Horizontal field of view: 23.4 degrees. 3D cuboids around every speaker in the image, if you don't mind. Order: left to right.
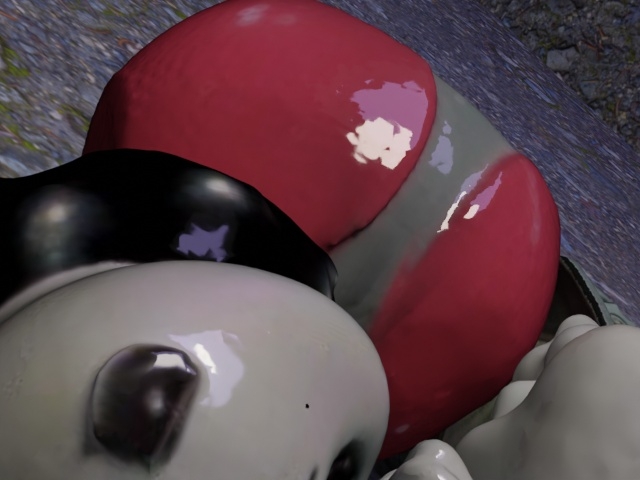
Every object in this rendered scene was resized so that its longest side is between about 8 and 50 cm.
[{"bbox_3d":[0.000,0.000,0.920,0.294,0.294,0.294,34,18,-13],"label":"speaker"}]

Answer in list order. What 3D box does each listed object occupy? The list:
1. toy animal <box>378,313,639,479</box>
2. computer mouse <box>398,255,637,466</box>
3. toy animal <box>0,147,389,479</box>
[{"bbox_3d":[0.073,0.138,0.480,0.174,0.289,0.249,50,-8,10],"label":"toy animal"},{"bbox_3d":[0.161,0.158,0.953,0.115,0.199,0.389,17,40,-28],"label":"computer mouse"},{"bbox_3d":[-0.072,0.084,0.661,0.212,0.212,0.267,29,20,-27],"label":"toy animal"}]
